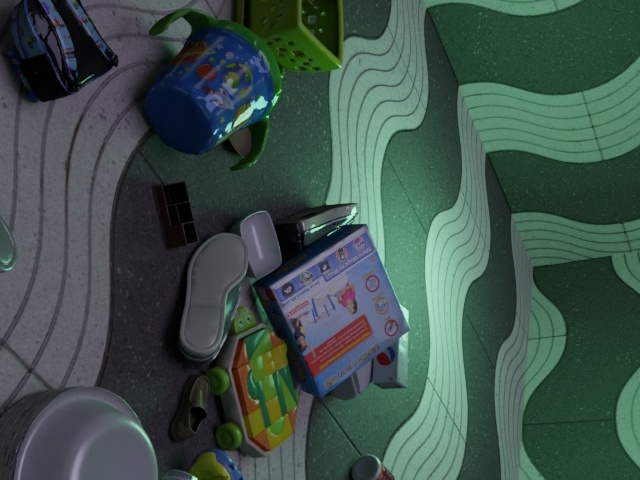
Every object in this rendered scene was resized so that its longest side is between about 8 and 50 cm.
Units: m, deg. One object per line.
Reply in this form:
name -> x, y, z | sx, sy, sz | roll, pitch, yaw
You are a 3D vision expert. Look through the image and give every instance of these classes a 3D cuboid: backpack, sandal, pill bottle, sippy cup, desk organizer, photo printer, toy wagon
backpack -> -0.444, -0.333, 1.316 | 0.173, 0.117, 0.158 | 66, 30, -24
sandal -> -0.168, 0.519, 1.539 | 0.138, 0.126, 0.317 | -59, 141, -54
pill bottle -> 0.150, 0.641, 2.118 | 0.152, 0.086, 0.086 | 53, 37, -40
sippy cup -> -0.231, -0.296, 1.618 | 0.306, 0.240, 0.224 | 35, 49, 0
desk organizer -> -0.287, -0.051, 1.582 | 0.047, 0.050, 0.130 | -18, 96, -62
photo printer -> 0.095, 0.248, 2.134 | 0.307, 0.107, 0.255 | -34, 110, -60
toy wagon -> -0.148, 0.283, 1.706 | 0.267, 0.068, 0.344 | -19, 97, -63

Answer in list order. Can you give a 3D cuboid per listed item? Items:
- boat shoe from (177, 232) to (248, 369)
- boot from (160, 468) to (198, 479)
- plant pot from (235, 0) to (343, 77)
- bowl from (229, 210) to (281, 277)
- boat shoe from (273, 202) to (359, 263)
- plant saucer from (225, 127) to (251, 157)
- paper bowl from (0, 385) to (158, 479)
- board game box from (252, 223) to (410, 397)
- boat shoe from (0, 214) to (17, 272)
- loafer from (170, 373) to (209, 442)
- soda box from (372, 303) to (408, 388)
boat shoe -> -0.222, 0.119, 1.624 | 0.099, 0.116, 0.319 | 104, -3, -47
boot -> -0.252, 0.505, 1.323 | 0.123, 0.095, 0.258 | -72, 169, -50
plant pot -> -0.084, -0.547, 1.978 | 0.227, 0.207, 0.228 | 31, 53, -56
bowl -> -0.154, 0.010, 1.810 | 0.142, 0.053, 0.142 | -31, 109, -61
boat shoe -> 0.000, 0.000, 2.053 | 0.341, 0.127, 0.158 | -21, 106, -54
plant saucer -> -0.190, -0.269, 1.870 | 0.168, 0.029, 0.168 | 30, 54, -54
paper bowl -> -0.359, 0.362, 1.197 | 0.284, 0.148, 0.284 | 28, 57, -55
board game box -> 0.033, 0.161, 1.902 | 0.308, 0.086, 0.301 | -32, 108, -28
boat shoe -> -0.532, -0.073, 1.084 | 0.114, 0.091, 0.302 | -81, 150, -71
loafer -> -0.241, 0.323, 1.534 | 0.056, 0.050, 0.148 | 55, 36, -38
soda box -> 0.186, 0.280, 2.099 | 0.069, 0.074, 0.216 | 41, 47, -52
